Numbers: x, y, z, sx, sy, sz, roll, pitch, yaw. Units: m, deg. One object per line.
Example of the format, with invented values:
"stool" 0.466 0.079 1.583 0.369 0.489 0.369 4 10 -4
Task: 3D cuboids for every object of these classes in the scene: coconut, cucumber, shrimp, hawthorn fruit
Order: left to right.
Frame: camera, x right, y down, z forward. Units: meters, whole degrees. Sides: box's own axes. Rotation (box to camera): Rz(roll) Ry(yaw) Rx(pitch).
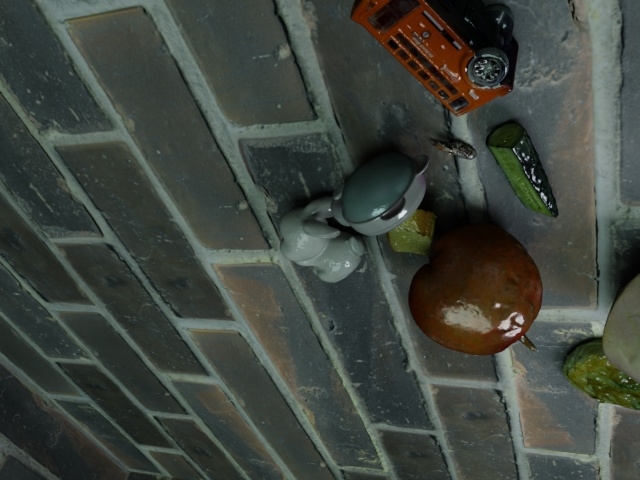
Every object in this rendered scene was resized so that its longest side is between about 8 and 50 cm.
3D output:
"shrimp" 0.253 -0.176 1.251 0.092 0.038 0.029 14 98 7
"hawthorn fruit" 0.339 0.121 1.361 0.298 0.277 0.277 43 146 20
"cucumber" 0.393 -0.131 1.235 0.211 0.062 0.078 44 169 -36
"coconut" 0.712 0.177 1.302 0.329 0.329 0.329 11 140 10

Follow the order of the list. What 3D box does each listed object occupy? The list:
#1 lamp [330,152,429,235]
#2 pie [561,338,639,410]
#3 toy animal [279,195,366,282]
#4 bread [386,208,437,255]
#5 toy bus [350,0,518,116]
"lamp" 0.102 -0.098 1.302 0.108 0.179 0.246 45 155 -23
"pie" 0.739 0.335 1.617 0.277 0.078 0.277 12 139 10
"toy animal" 0.008 0.000 1.480 0.178 0.127 0.193 -10 133 35
"bread" 0.191 -0.021 1.391 0.103 0.065 0.187 10 161 10
"toy bus" 0.160 -0.349 1.003 0.329 0.143 0.153 37 140 -24
